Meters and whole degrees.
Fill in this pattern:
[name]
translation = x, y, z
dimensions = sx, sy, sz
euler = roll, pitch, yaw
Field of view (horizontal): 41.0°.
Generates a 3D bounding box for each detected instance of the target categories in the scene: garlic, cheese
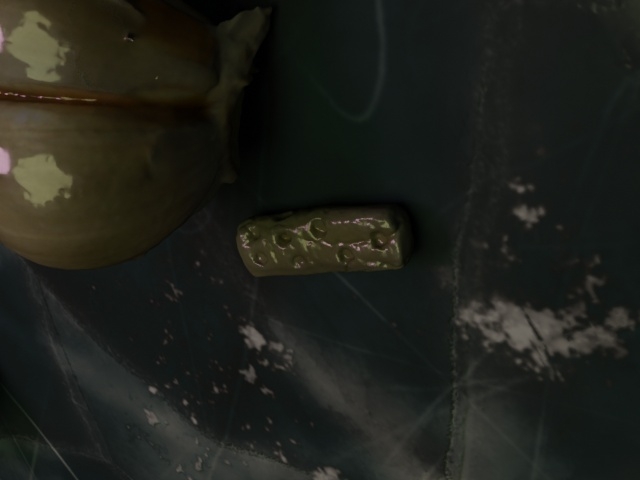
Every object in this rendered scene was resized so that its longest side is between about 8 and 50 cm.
[garlic]
translation = -0.219, -0.138, 0.752
dimensions = 0.313, 0.249, 0.286
euler = 19, 129, 16
[cheese]
translation = 0.000, 0.000, 0.791
dimensions = 0.194, 0.043, 0.065
euler = -3, 117, 39
